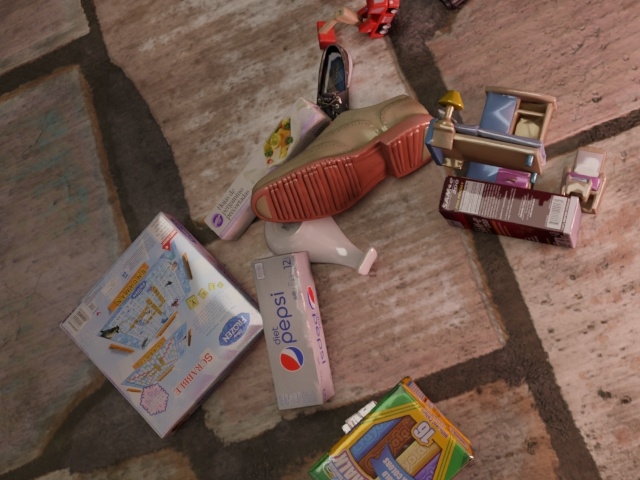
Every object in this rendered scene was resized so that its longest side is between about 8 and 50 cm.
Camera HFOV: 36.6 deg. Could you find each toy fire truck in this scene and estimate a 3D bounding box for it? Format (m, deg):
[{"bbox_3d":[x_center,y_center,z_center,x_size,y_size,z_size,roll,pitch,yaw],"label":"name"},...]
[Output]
[{"bbox_3d":[0.072,-0.445,1.936,0.135,0.192,0.047,-3,76,-12],"label":"toy fire truck"}]

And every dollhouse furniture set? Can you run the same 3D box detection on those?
[{"bbox_3d":[0.363,-0.200,1.698,0.286,0.303,0.198,13,82,20],"label":"dollhouse furniture set"}]

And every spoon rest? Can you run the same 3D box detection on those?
[{"bbox_3d":[0.000,0.000,1.898,0.276,0.084,0.137,28,86,35],"label":"spoon rest"}]

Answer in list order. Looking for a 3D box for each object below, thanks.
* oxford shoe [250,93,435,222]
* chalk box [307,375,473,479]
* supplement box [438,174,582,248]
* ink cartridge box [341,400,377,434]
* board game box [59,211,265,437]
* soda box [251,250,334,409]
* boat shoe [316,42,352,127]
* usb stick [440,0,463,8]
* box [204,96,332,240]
[{"bbox_3d":[0.036,-0.159,1.871,0.397,0.140,0.146,-23,50,-10],"label":"oxford shoe"},{"bbox_3d":[0.103,0.402,1.691,0.289,0.180,0.179,-44,82,3],"label":"chalk box"},{"bbox_3d":[0.347,-0.051,1.761,0.239,0.130,0.073,12,82,21],"label":"supplement box"},{"bbox_3d":[0.081,0.343,1.807,0.083,0.028,0.048,-38,70,6],"label":"ink cartridge box"},{"bbox_3d":[-0.305,0.166,1.919,0.318,0.066,0.319,45,98,13],"label":"board game box"},{"bbox_3d":[-0.050,0.167,1.820,0.091,0.098,0.286,-11,90,15],"label":"soda box"},{"bbox_3d":[0.026,-0.289,1.947,0.080,0.076,0.229,4,78,18],"label":"boat shoe"},{"bbox_3d":[0.347,-0.572,1.928,0.278,0.045,0.077,-38,76,6],"label":"usb stick"},{"bbox_3d":[-0.106,-0.140,1.928,0.063,0.067,0.324,44,105,21],"label":"box"}]
